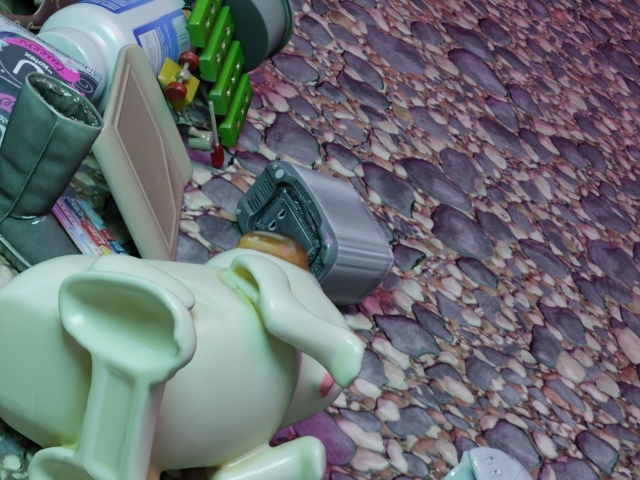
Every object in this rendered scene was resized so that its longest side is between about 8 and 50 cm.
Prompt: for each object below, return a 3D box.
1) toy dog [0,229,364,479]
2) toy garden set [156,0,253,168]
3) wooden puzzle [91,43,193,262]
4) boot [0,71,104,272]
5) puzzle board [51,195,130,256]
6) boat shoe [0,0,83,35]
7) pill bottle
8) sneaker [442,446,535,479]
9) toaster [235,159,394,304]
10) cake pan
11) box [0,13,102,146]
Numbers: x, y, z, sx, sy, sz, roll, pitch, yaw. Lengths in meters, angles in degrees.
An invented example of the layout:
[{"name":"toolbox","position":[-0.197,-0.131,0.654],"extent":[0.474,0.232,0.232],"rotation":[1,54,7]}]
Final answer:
[{"name":"toy dog","position":[-0.137,0.133,1.571],"extent":[0.395,0.284,0.408],"rotation":[13,14,37]},{"name":"toy garden set","position":[-0.163,-0.216,2.066],"extent":[0.049,0.244,0.203],"rotation":[5,52,15]},{"name":"wooden puzzle","position":[-0.227,-0.101,1.875],"extent":[0.238,0.044,0.221],"rotation":[-83,156,-55]},{"name":"boot","position":[-0.294,-0.061,1.669],"extent":[0.190,0.208,0.076],"rotation":[36,26,-7]},{"name":"puzzle board","position":[-0.275,-0.008,1.795],"extent":[0.128,0.011,0.096],"rotation":[51,15,21]},{"name":"boat shoe","position":[-0.399,-0.320,2.003],"extent":[0.123,0.123,0.342],"rotation":[44,30,10]},{"name":"pill bottle","position":[-0.289,-0.253,2.007],"extent":[0.152,0.152,0.272],"rotation":[41,30,4]},{"name":"sneaker","position":[0.202,0.370,1.707],"extent":[0.210,0.137,0.366],"rotation":[40,24,4]},{"name":"toaster","position":[0.000,0.000,2.000],"extent":[0.146,0.129,0.227],"rotation":[8,40,-46]},{"name":"cake pan","position":[-0.183,-0.340,2.150],"extent":[0.293,0.293,0.054],"rotation":[31,58,-13]},{"name":"box","position":[-0.409,-0.173,1.745],"extent":[0.247,0.163,0.142],"rotation":[31,29,-14]}]
